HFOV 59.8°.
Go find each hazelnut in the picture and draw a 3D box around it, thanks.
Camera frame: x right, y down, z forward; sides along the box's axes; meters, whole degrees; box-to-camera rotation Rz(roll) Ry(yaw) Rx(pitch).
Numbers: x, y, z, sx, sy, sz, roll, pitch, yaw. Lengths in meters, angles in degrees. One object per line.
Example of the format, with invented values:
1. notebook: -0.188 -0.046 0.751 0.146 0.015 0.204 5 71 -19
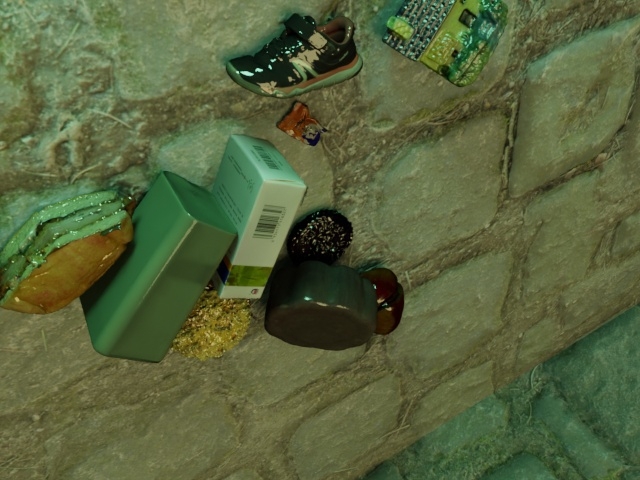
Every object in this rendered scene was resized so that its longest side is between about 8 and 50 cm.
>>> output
1. hazelnut: 0.168 0.180 1.655 0.178 0.178 0.204 -33 109 -5

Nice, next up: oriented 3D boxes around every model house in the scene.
1. model house: 0.252 -0.461 1.166 0.211 0.170 0.194 14 119 -39

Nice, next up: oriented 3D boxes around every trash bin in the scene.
1. trash bin: -0.340 0.054 1.177 0.158 0.223 0.344 26 106 -43

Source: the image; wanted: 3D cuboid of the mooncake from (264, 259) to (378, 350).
1. mooncake: 0.001 0.176 1.476 0.305 0.154 0.306 2 143 2

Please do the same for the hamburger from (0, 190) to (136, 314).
1. hamburger: -0.502 0.030 1.092 0.282 0.155 0.245 -14 136 -30

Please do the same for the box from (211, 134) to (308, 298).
1. box: -0.163 -0.049 1.213 0.106 0.200 0.300 5 122 -35

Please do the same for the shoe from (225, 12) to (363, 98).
1. shoe: -0.041 -0.368 1.087 0.290 0.114 0.137 -20 139 -22

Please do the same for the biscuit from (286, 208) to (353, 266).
1. biscuit: 0.000 0.000 1.469 0.194 0.053 0.195 -17 133 -19

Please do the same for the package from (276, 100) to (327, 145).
1. package: -0.036 -0.257 1.247 0.110 0.033 0.077 30 130 -31

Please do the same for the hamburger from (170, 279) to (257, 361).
1. hamburger: -0.273 0.191 1.387 0.243 0.139 0.262 1 125 -33
